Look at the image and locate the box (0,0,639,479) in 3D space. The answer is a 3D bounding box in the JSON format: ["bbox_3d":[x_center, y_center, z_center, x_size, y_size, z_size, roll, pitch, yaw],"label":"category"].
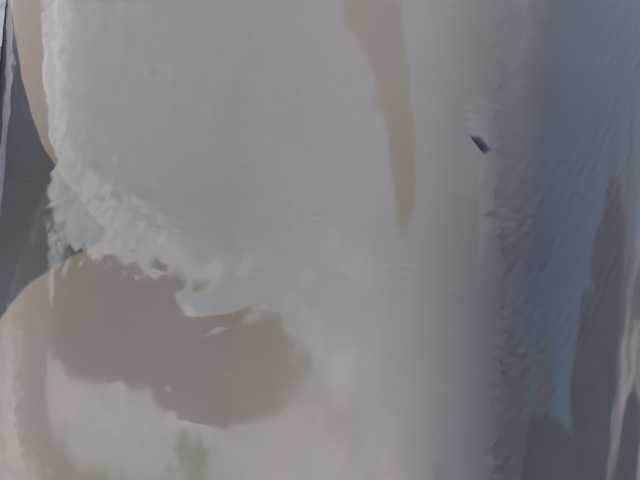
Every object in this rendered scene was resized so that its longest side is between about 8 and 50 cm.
[{"bbox_3d":[0.001,0.000,0.502,0.288,0.349,0.141,3,-3,33],"label":"box"}]
